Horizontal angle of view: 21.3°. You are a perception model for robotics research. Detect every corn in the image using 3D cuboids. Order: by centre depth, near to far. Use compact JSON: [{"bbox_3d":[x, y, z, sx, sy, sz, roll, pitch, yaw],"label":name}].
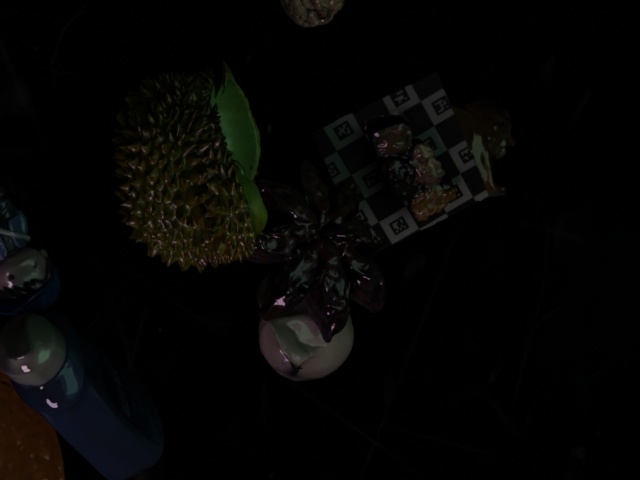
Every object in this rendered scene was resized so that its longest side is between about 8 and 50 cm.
[{"bbox_3d":[-0.038,-0.364,2.129,0.087,0.087,0.211,-51,127,-32],"label":"corn"}]

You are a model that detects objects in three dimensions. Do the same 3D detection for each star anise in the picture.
[{"bbox_3d":[0.001,0.000,2.151,0.236,0.109,0.223,23,54,-31],"label":"star anise"}]

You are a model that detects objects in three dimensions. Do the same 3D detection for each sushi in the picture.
[{"bbox_3d":[0.115,-0.090,2.283,0.192,0.050,0.215,-26,120,0],"label":"sushi"}]

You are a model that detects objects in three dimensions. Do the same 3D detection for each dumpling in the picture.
[{"bbox_3d":[-0.020,0.108,2.214,0.176,0.092,0.150,-9,88,-43],"label":"dumpling"}]

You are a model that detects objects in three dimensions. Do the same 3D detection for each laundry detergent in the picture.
[{"bbox_3d":[-0.266,0.154,1.845,0.290,0.094,0.143,58,10,-58],"label":"laundry detergent"}]

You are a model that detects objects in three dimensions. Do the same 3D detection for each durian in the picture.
[{"bbox_3d":[-0.151,-0.082,1.952,0.200,0.176,0.237,101,-13,-68],"label":"durian"}]

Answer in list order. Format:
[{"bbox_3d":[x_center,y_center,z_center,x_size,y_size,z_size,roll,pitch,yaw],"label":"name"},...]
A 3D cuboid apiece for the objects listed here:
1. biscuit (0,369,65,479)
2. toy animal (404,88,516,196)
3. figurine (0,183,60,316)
[{"bbox_3d":[-0.417,0.262,1.795,0.351,0.057,0.312,-11,103,-49],"label":"biscuit"},{"bbox_3d":[0.179,-0.154,2.414,0.312,0.097,0.158,20,68,-46],"label":"toy animal"},{"bbox_3d":[-0.341,0.016,1.845,0.086,0.087,0.149,-30,104,-23],"label":"figurine"}]
